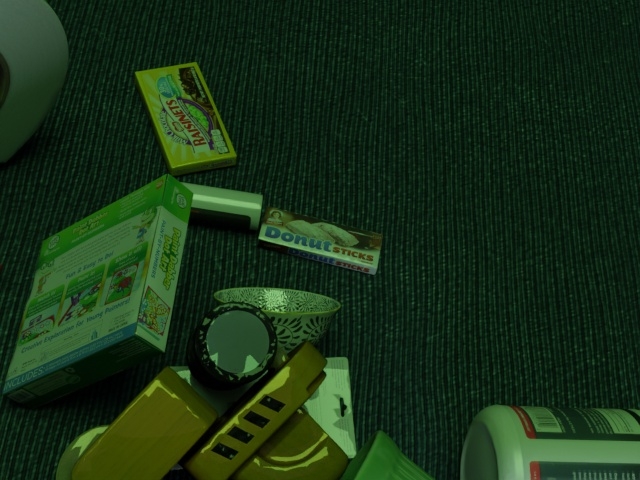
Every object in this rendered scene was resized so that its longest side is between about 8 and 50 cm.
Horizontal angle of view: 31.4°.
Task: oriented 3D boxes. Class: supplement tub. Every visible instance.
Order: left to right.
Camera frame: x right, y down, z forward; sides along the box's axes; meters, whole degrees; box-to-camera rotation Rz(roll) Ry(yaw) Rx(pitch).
[{"bbox_3d":[0.325,0.302,1.406,0.272,0.191,0.191,4,53,-10],"label":"supplement tub"}]

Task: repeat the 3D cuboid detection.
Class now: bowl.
[{"bbox_3d":[-0.060,0.116,1.513,0.170,0.170,0.080,3,97,-10],"label":"bowl"}]

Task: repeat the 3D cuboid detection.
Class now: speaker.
[{"bbox_3d":[-0.154,-0.051,1.652,0.136,0.055,0.055,9,52,-6],"label":"speaker"}]

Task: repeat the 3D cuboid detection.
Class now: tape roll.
[{"bbox_3d":[-0.515,-0.202,1.479,0.392,0.392,0.072,-26,62,-28],"label":"tape roll"}]

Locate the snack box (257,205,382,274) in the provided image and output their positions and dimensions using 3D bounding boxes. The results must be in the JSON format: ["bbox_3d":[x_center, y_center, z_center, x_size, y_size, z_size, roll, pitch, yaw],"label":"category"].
[{"bbox_3d":[0.000,0.000,1.668,0.178,0.022,0.064,14,53,-2],"label":"snack box"}]

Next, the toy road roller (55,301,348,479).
[{"bbox_3d":[-0.120,0.241,1.317,0.329,0.202,0.240,-44,90,-14],"label":"toy road roller"}]

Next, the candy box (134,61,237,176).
[{"bbox_3d":[-0.211,-0.190,1.762,0.105,0.027,0.205,-14,58,-18],"label":"candy box"}]

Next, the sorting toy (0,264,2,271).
[{"bbox_3d":[-0.505,0.113,1.447,0.132,0.046,0.274,14,44,-5],"label":"sorting toy"}]

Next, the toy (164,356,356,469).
[{"bbox_3d":[-0.080,0.226,1.458,0.237,0.056,0.136,-1,62,-7],"label":"toy"}]

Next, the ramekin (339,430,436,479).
[{"bbox_3d":[0.041,0.372,1.231,0.148,0.303,0.303,34,54,4],"label":"ramekin"}]

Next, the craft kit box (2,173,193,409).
[{"bbox_3d":[-0.280,0.065,1.434,0.061,0.250,0.246,36,43,-38],"label":"craft kit box"}]
